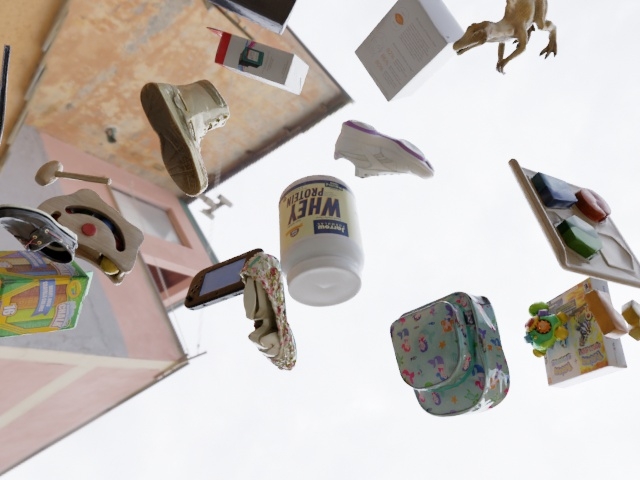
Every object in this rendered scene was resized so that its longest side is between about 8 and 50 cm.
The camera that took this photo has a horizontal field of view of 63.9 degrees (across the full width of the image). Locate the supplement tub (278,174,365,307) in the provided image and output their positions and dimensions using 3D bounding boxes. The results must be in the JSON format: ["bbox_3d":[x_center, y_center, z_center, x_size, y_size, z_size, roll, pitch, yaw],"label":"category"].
[{"bbox_3d":[0.000,0.000,1.453,0.236,0.235,0.324,-24,-132,22],"label":"supplement tub"}]

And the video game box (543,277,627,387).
[{"bbox_3d":[0.541,0.200,1.087,0.048,0.205,0.186,5,-118,-9],"label":"video game box"}]

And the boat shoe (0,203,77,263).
[{"bbox_3d":[-0.372,-0.007,0.678,0.049,0.133,0.041,-12,-116,9],"label":"boat shoe"}]

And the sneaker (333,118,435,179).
[{"bbox_3d":[0.183,-0.236,1.501,0.305,0.114,0.152,24,-63,-3],"label":"sneaker"}]

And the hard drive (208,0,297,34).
[{"bbox_3d":[-0.087,-0.511,0.882,0.054,0.172,0.254,37,-71,60],"label":"hard drive"}]

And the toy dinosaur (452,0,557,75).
[{"bbox_3d":[0.198,-0.221,0.485,0.053,0.092,0.183,25,-110,41],"label":"toy dinosaur"}]

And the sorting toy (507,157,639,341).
[{"bbox_3d":[0.411,0.009,0.759,0.041,0.229,0.307,-51,-145,39],"label":"sorting toy"}]

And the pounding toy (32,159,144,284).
[{"bbox_3d":[-0.477,-0.034,1.022,0.155,0.269,0.154,-37,-164,44],"label":"pounding toy"}]

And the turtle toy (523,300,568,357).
[{"bbox_3d":[0.475,0.182,1.099,0.066,0.130,0.095,32,-52,3],"label":"turtle toy"}]

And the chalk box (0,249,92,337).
[{"bbox_3d":[-0.575,0.103,1.063,0.132,0.213,0.132,33,-69,35],"label":"chalk box"}]

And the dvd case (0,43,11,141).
[{"bbox_3d":[-0.760,-0.328,1.222,0.165,0.018,0.221,-19,-111,53],"label":"dvd case"}]

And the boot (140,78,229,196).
[{"bbox_3d":[-0.286,-0.248,1.203,0.095,0.203,0.261,-18,-81,34],"label":"boot"}]

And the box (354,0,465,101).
[{"bbox_3d":[0.174,-0.377,0.996,0.170,0.091,0.130,-37,-97,46],"label":"box"}]

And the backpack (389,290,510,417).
[{"bbox_3d":[0.283,0.255,1.124,0.225,0.191,0.253,-31,-118,42],"label":"backpack"}]

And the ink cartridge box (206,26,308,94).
[{"bbox_3d":[-0.160,-0.434,1.242,0.231,0.134,0.077,21,-79,10],"label":"ink cartridge box"}]

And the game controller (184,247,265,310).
[{"bbox_3d":[-0.313,0.127,1.679,0.319,0.067,0.166,-21,-132,26],"label":"game controller"}]

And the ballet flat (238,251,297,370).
[{"bbox_3d":[-0.101,0.138,0.919,0.091,0.077,0.240,3,-69,38],"label":"ballet flat"}]
